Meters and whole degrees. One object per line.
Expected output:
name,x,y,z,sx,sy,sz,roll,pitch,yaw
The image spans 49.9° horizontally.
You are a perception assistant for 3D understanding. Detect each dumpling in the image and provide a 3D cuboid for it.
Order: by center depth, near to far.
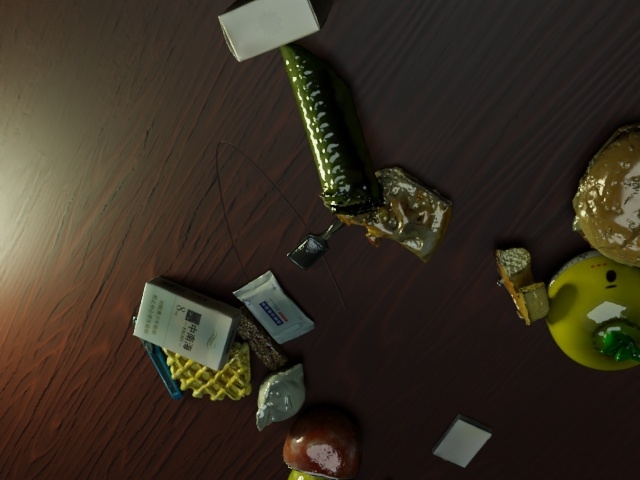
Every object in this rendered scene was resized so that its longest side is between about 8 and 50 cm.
dumpling,-0.113,0.410,1.791,0.124,0.151,0.229,33,123,21

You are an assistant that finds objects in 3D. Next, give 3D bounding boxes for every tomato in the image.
tomato,0.014,0.530,1.840,0.213,0.181,0.155,10,102,-5

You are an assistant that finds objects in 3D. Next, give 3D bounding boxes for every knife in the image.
knife,-0.436,0.315,1.855,0.044,0.026,0.297,-18,114,5

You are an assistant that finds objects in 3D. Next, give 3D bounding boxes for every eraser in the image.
eraser,0.381,0.542,1.853,0.103,0.023,0.150,24,120,-4

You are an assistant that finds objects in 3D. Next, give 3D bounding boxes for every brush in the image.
brush,0.000,0.000,1.617,0.063,0.016,0.193,39,118,-14

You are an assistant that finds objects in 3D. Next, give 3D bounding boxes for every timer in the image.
timer,0.623,0.176,1.473,0.284,0.285,0.285,4,119,7

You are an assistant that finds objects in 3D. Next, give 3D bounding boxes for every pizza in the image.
pizza,0.147,-0.069,1.526,0.296,0.071,0.189,26,120,-5

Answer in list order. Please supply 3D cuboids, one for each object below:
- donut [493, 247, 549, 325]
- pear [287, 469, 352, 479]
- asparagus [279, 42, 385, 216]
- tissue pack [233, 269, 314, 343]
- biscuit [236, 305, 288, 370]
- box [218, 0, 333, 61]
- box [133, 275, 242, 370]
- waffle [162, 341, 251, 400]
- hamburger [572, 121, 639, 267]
donut,0.451,0.102,1.527,0.078,0.181,0.146,-23,135,2
pear,-0.003,0.689,1.900,0.198,0.198,0.198,4,119,7
asparagus,0.026,-0.232,1.420,0.128,0.108,0.382,-18,96,-2
tissue pack,-0.113,0.172,1.724,0.122,0.026,0.193,-31,110,23
biscuit,-0.161,0.252,1.771,0.064,0.034,0.199,-30,110,26
box,-0.078,-0.427,1.281,0.168,0.212,0.095,-15,116,16
box,-0.330,0.205,1.712,0.242,0.067,0.155,22,109,10
waffle,-0.297,0.307,1.803,0.249,0.056,0.262,6,118,16
hamburger,0.656,-0.085,1.386,0.259,0.145,0.283,18,119,5
